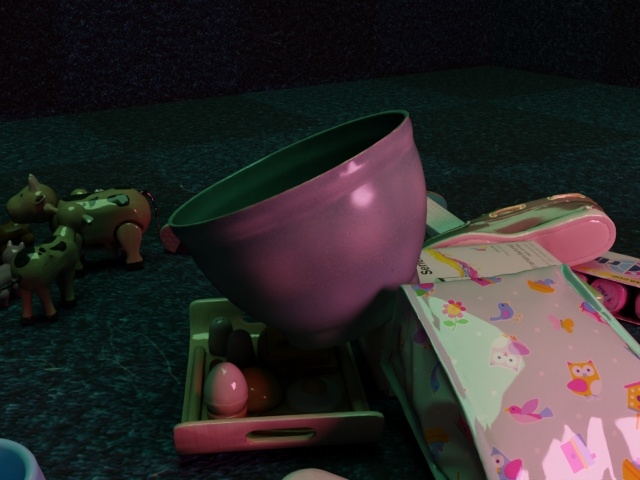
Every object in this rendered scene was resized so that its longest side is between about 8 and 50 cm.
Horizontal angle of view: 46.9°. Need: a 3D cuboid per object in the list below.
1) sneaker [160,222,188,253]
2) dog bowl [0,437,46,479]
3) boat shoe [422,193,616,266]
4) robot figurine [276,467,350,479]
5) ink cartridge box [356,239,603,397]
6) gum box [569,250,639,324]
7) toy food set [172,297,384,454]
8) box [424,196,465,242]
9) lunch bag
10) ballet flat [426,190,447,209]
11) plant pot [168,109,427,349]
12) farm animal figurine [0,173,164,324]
[{"bbox_3d":[-0.160,-0.034,1.363,0.226,0.086,0.163,5,25,16],"label":"sneaker"},{"bbox_3d":[-0.343,0.270,0.606,0.166,0.074,0.297,6,23,17],"label":"dog bowl"},{"bbox_3d":[0.285,0.002,1.133,0.305,0.109,0.091,-13,32,9],"label":"boat shoe"},{"bbox_3d":[0.032,0.251,0.455,0.278,0.173,0.209,13,10,27],"label":"robot figurine"},{"bbox_3d":[0.194,0.095,0.983,0.278,0.117,0.201,-5,22,-9],"label":"ink cartridge box"},{"bbox_3d":[0.456,0.069,1.119,0.188,0.062,0.107,17,27,38],"label":"gum box"},{"bbox_3d":[-0.058,0.143,0.897,0.220,0.092,0.306,-3,22,-5],"label":"toy food set"},{"bbox_3d":[0.164,-0.045,1.310,0.067,0.063,0.324,-20,43,-31],"label":"box"},{"bbox_3d":[0.210,0.164,0.739,0.223,0.160,0.262,-7,44,-19],"label":"lunch bag"},{"bbox_3d":[0.152,-0.056,1.446,0.206,0.073,0.067,-8,0,-29],"label":"ballet flat"},{"bbox_3d":[0.000,0.000,0.850,0.293,0.196,0.293,-22,15,6],"label":"plant pot"},{"bbox_3d":[-0.420,-0.021,1.215,0.327,0.172,0.330,-15,26,-34],"label":"farm animal figurine"}]
